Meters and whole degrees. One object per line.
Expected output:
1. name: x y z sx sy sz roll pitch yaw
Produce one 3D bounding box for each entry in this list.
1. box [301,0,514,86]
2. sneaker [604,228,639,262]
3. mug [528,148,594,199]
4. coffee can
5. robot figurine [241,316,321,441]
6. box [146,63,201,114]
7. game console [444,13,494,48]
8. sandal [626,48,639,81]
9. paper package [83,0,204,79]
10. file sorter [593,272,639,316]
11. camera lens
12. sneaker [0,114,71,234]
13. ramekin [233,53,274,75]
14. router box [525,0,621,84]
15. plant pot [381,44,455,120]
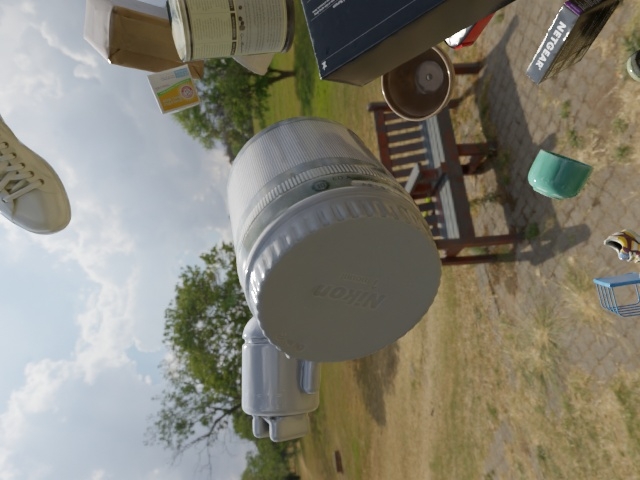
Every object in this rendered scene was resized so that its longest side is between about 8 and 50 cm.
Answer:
1. box: 0.100 -0.332 0.519 0.261 0.103 0.184 -15 87 43
2. sneaker: 0.904 0.043 1.215 0.185 0.084 0.069 -121 11 -53
3. mug: 0.598 -0.162 1.079 0.158 0.130 0.097 -16 -50 -53
4. coffee can: -0.227 -0.568 1.078 0.201 0.276 0.201 50 148 48
5. robot figurine: -0.105 0.330 1.127 0.300 0.200 0.353 -15 71 41
6. box: -0.415 -0.422 1.216 0.203 0.114 0.103 -141 31 -67
7. game console: 0.332 -0.723 1.081 0.386 0.060 0.342 62 168 6
8. sandal: 0.877 -0.403 1.059 0.086 0.303 0.120 125 153 -68
9. paper package: -0.579 -0.676 1.410 0.325 0.310 0.168 42 123 37
10. file sorter: 0.935 0.164 1.307 0.170 0.118 0.104 1 -104 -71
11. camera lens: 0.000 -0.017 0.541 0.274 0.220 0.219 -114 18 -53
12. sneaker: -0.485 -0.125 0.616 0.290 0.106 0.123 59 171 -17
13. ramekin: -0.263 -0.717 1.568 0.109 0.207 0.207 -49 26 23
14. router box: 0.523 -0.427 0.887 0.046 0.133 0.179 55 168 21
15. plant pot: 0.320 -0.506 1.343 0.110 0.238 0.237 -35 -46 -41
